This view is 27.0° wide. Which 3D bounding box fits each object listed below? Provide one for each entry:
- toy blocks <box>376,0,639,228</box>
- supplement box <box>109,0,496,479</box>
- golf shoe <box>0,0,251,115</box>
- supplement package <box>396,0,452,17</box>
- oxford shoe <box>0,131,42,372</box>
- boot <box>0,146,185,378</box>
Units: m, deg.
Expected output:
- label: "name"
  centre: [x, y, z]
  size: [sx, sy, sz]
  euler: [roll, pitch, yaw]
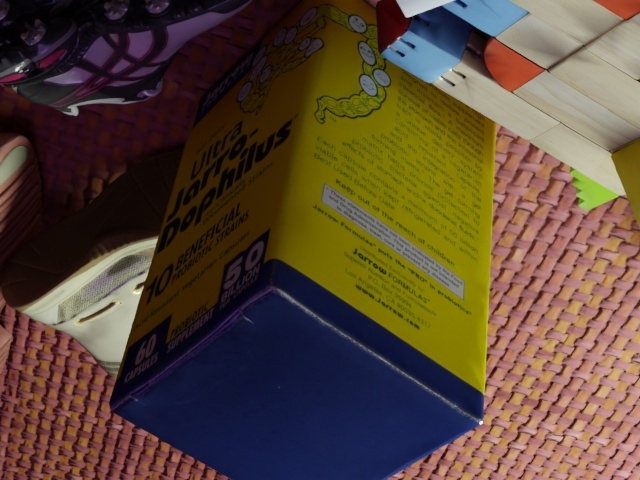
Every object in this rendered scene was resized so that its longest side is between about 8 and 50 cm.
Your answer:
- label: "toy blocks"
  centre: [0.211, -0.169, 0.953]
  size: [0.261, 0.190, 0.381]
  euler: [28, 156, -16]
- label: "supplement box"
  centre: [0.000, 0.000, 1.048]
  size: [0.195, 0.356, 0.194]
  euler: [34, 130, -23]
- label: "golf shoe"
  centre: [-0.150, -0.179, 1.097]
  size: [0.273, 0.105, 0.120]
  euler: [-12, 147, 28]
- label: "supplement package"
  centre: [0.093, -0.278, 0.838]
  size: [0.139, 0.244, 0.134]
  euler: [-16, 130, 24]
- label: "oxford shoe"
  centre: [-0.379, 0.039, 1.311]
  size: [0.146, 0.140, 0.397]
  euler: [29, 126, 5]
- label: "boot"
  centre: [-0.145, 0.029, 1.287]
  size: [0.262, 0.095, 0.203]
  euler: [-32, 141, 6]
